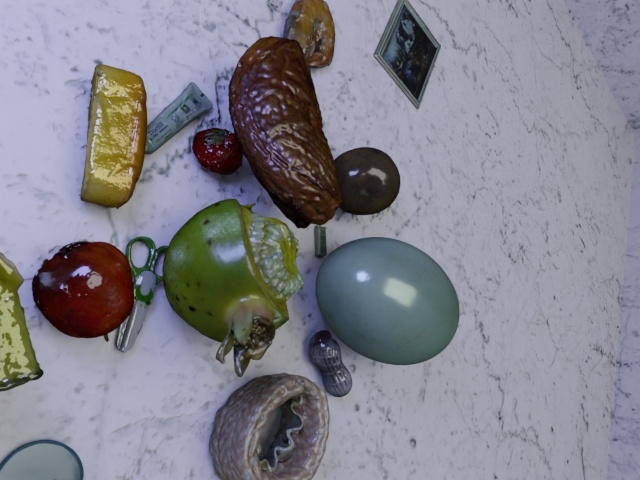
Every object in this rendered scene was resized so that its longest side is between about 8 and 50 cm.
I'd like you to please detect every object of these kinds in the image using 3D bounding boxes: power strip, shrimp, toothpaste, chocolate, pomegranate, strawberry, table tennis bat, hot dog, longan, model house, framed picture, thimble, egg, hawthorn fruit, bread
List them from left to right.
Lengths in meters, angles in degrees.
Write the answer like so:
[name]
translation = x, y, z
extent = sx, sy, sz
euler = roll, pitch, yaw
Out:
[model house]
translation = -0.486, 0.086, 0.661
extent = 0.174, 0.193, 0.234
euler = -17, 95, -41
[table tennis bat]
translation = -0.401, 0.389, 0.800
extent = 0.201, 0.033, 0.124
euler = 41, 60, -28
[hawthorn fruit]
translation = -0.361, 0.086, 0.814
extent = 0.148, 0.148, 0.172
euler = -35, 116, -40
[bread]
translation = -0.355, -0.176, 0.891
extent = 0.094, 0.102, 0.246
euler = 8, 76, -35
[toothpaste]
translation = -0.288, -0.229, 1.003
extent = 0.064, 0.041, 0.218
euler = 48, 50, -19
[strawberry]
translation = -0.204, -0.176, 1.037
extent = 0.106, 0.106, 0.106
euler = 8, 78, -42
[pomegranate]
translation = -0.149, 0.078, 0.911
extent = 0.260, 0.260, 0.341
euler = 40, 21, -31
[thimble]
translation = -0.099, 0.372, 1.008
extent = 0.196, 0.148, 0.229
euler = 34, 59, -32
[hot dog]
translation = -0.074, -0.205, 1.031
extent = 0.267, 0.174, 0.388
euler = 59, 17, -75
[shrimp]
translation = -0.030, -0.469, 1.265
extent = 0.164, 0.062, 0.317
euler = 37, 57, -36
[power strip]
translation = 0.000, 0.000, 1.245
extent = 0.027, 0.017, 0.083
euler = 4, 82, -44
[chocolate]
translation = 0.022, 0.282, 1.183
extent = 0.072, 0.072, 0.167
euler = -36, 110, -40
[longan]
translation = 0.101, -0.144, 1.262
extent = 0.187, 0.167, 0.168
euler = -2, 85, -33
[egg]
translation = 0.157, 0.139, 1.190
extent = 0.389, 0.276, 0.276
euler = 27, 66, -35
[framed picture]
translation = 0.280, -0.586, 1.598
extent = 0.232, 0.019, 0.296
euler = 40, 58, -31

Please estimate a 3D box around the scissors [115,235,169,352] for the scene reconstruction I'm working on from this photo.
[scissors]
translation = -0.321, 0.096, 0.924
extent = 0.101, 0.027, 0.205
euler = 28, 63, -35
